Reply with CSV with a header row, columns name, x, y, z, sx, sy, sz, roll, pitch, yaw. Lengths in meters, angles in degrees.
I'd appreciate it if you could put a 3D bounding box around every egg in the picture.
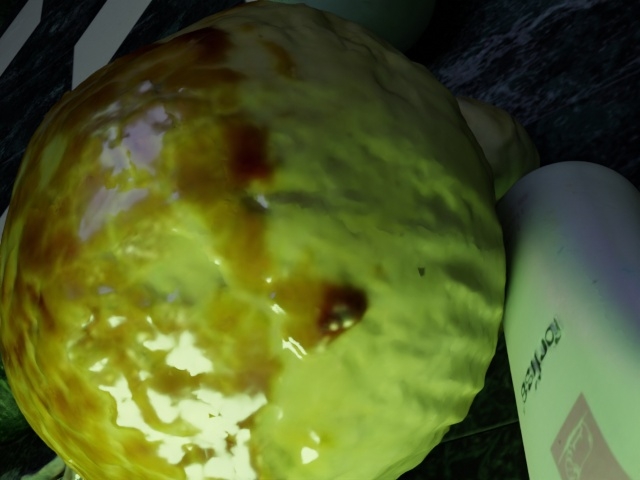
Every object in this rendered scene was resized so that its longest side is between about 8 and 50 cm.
name,x,y,z,sx,sy,sz,roll,pitch,yaw
egg,0.028,-0.304,1.274,0.203,0.203,0.283,-48,27,3

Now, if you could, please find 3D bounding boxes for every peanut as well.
name,x,y,z,sx,sy,sz,roll,pitch,yaw
peanut,0.049,-0.046,0.988,0.313,0.152,0.152,-4,51,37

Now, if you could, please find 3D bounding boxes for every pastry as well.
name,x,y,z,sx,sy,sz,roll,pitch,yaw
pastry,-0.066,0.021,0.762,0.388,0.312,0.389,-29,51,43

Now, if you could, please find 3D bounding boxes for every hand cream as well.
name,x,y,z,sx,sy,sz,roll,pitch,yaw
hand cream,0.170,0.072,0.667,0.359,0.118,0.186,-79,10,-61

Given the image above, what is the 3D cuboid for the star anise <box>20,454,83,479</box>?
name,x,y,z,sx,sy,sz,roll,pitch,yaw
star anise,-0.196,0.217,1.046,0.198,0.110,0.258,-1,77,30

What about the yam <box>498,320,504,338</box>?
name,x,y,z,sx,sy,sz,roll,pitch,yaw
yam,0.090,0.097,0.873,0.253,0.061,0.061,-50,29,2

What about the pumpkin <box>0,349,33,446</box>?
name,x,y,z,sx,sy,sz,roll,pitch,yaw
pumpkin,-0.425,0.179,1.390,0.211,0.152,0.212,-25,24,12
